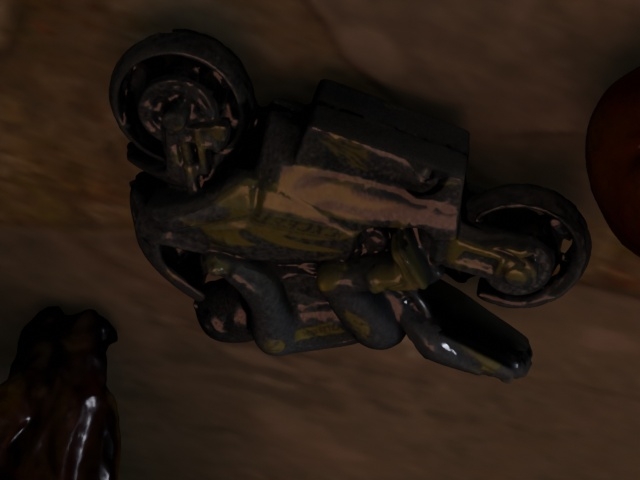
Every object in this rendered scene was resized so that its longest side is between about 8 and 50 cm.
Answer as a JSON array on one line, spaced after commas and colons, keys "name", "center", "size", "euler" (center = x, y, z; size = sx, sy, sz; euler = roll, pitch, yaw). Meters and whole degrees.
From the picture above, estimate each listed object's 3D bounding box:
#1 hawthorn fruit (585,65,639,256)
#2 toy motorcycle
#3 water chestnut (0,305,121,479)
[{"name": "hawthorn fruit", "center": [0.136, -0.023, 0.615], "size": [0.081, 0.081, 0.093], "euler": [-5, 157, 11]}, {"name": "toy motorcycle", "center": [0.000, 0.000, 0.652], "size": [0.193, 0.061, 0.124], "euler": [23, 126, -9]}, {"name": "water chestnut", "center": [-0.160, 0.155, 0.693], "size": [0.300, 0.300, 0.300], "euler": [3, 129, 4]}]
